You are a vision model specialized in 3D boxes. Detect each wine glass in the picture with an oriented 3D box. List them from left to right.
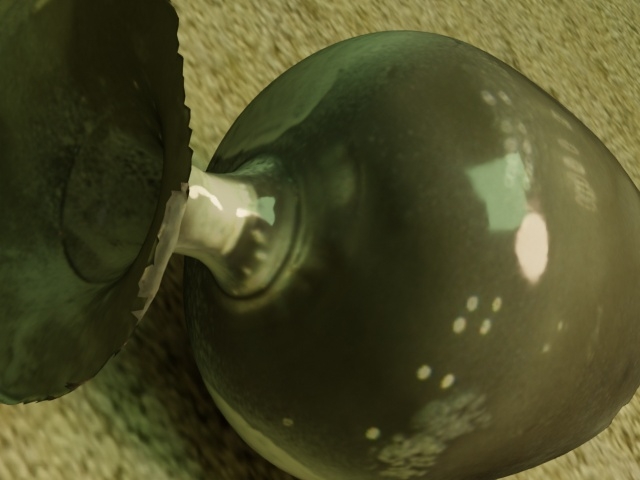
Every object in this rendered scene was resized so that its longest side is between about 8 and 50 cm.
[{"bbox_3d":[0.000,0.000,0.748,0.323,0.238,0.238,17,43,-41],"label":"wine glass"}]
